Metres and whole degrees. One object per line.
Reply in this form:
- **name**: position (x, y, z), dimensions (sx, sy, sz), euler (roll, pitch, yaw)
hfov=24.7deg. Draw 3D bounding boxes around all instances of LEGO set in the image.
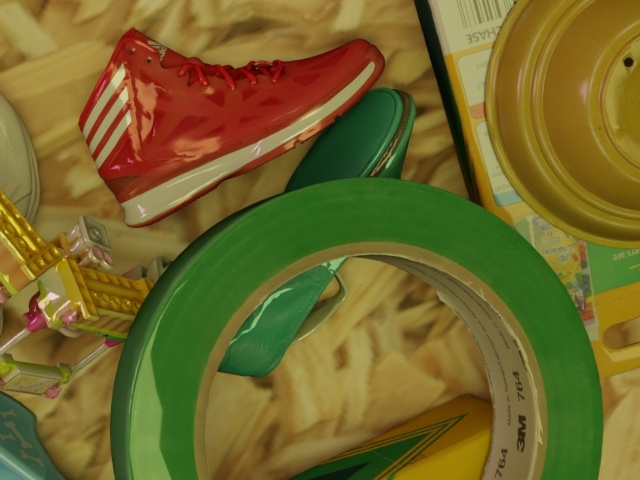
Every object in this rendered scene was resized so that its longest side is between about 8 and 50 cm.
- **LEGO set**: position (-0.211, 0.022, 0.972), dimensions (0.107, 0.132, 0.287), euler (-37, 131, 20)

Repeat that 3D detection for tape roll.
- **tape roll**: position (0.026, 0.121, 0.959), dimensions (0.321, 0.077, 0.321), euler (1, 87, -17)

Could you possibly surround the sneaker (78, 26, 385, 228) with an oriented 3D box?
- **sneaker**: position (-0.073, -0.112, 1.036), dimensions (0.221, 0.087, 0.128), euler (-31, 101, 0)

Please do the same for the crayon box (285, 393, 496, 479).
- **crayon box**: position (0.055, 0.343, 1.067), dimensions (0.313, 0.106, 0.363), euler (-23, 100, -16)

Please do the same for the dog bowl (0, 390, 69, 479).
- **dog bowl**: position (-0.223, 0.235, 1.084), dimensions (0.297, 0.074, 0.166), euler (40, 94, -9)

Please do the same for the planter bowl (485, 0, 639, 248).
- **planter bowl**: position (0.225, -0.095, 0.974), dimensions (0.217, 0.090, 0.217), euler (-1, 99, -5)

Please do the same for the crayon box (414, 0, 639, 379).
- **crayon box**: position (0.204, -0.072, 1.063), dimensions (0.203, 0.083, 0.323), euler (-16, 99, -1)

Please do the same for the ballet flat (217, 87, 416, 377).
- **ballet flat**: position (0.000, 0.000, 1.070), dimensions (0.087, 0.083, 0.247), euler (35, 96, -38)

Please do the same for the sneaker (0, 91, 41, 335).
- **sneaker**: position (-0.257, 0.002, 1.018), dimensions (0.090, 0.115, 0.232), euler (8, 93, 4)
